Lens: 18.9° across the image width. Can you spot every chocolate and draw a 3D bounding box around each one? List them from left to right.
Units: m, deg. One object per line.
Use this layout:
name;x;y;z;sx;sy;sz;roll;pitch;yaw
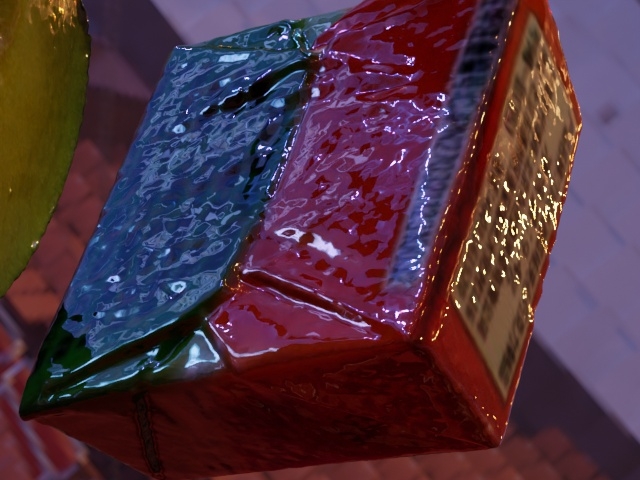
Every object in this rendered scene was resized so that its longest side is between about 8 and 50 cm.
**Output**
chocolate;0.000;0.000;1.379;0.341;0.360;0.161;-10;-45;34

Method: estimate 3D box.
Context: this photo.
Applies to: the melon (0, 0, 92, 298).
melon;-0.259;-0.097;1.101;0.331;0.226;0.343;38;18;13
